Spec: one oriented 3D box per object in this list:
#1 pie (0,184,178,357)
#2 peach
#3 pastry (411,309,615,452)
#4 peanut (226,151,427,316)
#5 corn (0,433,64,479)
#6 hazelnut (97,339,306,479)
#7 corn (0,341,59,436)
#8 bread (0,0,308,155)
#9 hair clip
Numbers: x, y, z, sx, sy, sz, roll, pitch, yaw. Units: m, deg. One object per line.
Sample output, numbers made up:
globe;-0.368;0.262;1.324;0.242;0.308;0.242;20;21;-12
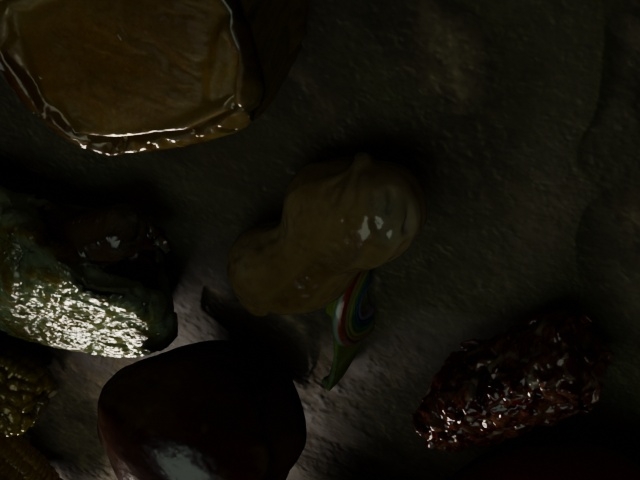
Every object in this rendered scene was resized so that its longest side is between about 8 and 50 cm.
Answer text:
pie;-0.271;0.042;1.538;0.274;0.105;0.257;10;145;15
peach;0.228;0.305;1.465;0.274;0.249;0.245;-24;121;33
pastry;0.180;0.136;1.429;0.115;0.097;0.208;32;139;-25
peanut;0.000;0.000;1.374;0.101;0.117;0.263;-1;154;-35
corn;-0.394;0.271;1.824;0.101;0.101;0.292;-21;118;38
hazelnut;-0.123;0.189;1.548;0.218;0.218;0.234;17;159;8
corn;-0.447;0.121;1.694;0.313;0.102;0.102;27;137;-1
bread;-0.142;-0.186;1.227;0.253;0.142;0.227;-2;133;29
hair clip;0.025;0.093;1.489;0.033;0.060;0.188;30;144;19
